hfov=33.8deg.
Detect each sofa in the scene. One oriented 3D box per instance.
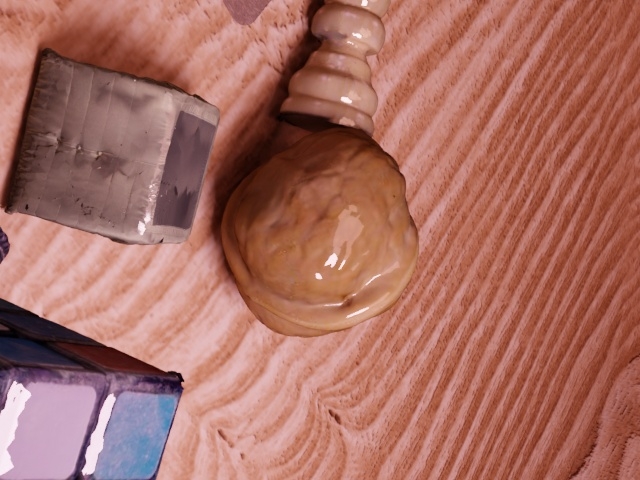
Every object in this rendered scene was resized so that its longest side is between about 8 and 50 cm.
[{"bbox_3d":[-0.243,-0.102,1.289,0.225,0.176,0.210,-13,117,-80],"label":"sofa"}]

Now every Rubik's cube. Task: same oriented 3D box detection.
[{"bbox_3d":[-0.399,0.227,0.995,0.363,0.362,0.359,20,90,-51],"label":"Rubik's cube"}]

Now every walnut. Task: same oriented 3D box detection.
[{"bbox_3d":[0.000,0.000,1.483,0.285,0.285,0.296,-50,164,-28],"label":"walnut"}]

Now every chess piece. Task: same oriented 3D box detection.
[{"bbox_3d":[0.035,-0.284,1.535,0.142,0.142,0.261,17,86,-53],"label":"chess piece"}]

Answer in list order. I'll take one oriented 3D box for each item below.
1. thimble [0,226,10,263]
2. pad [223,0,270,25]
[{"bbox_3d":[-0.385,-0.001,1.133,0.104,0.095,0.066,50,61,-32],"label":"thimble"},{"bbox_3d":[-0.111,-0.429,1.391,0.176,0.002,0.266,-55,139,-22],"label":"pad"}]
